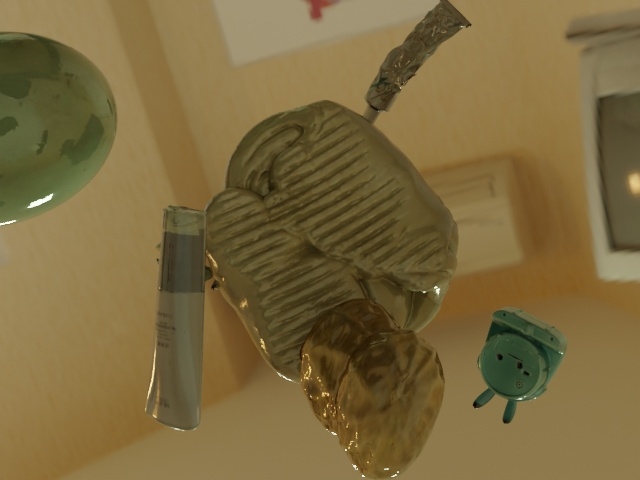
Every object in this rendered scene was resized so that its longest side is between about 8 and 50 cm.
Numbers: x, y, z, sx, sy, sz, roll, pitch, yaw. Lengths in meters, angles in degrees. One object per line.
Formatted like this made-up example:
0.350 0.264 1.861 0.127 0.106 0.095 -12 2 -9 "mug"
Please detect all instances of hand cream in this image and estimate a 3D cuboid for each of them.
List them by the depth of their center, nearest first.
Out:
-0.162 0.089 1.517 0.079 0.255 0.048 12 -166 36 "hand cream"
0.155 -0.311 2.358 0.257 0.050 0.084 -50 -125 11 "hand cream"

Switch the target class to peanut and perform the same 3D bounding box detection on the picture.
0.059 0.181 1.682 0.110 0.197 0.233 7 -159 -33 "peanut"

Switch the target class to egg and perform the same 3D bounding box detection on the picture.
-0.477 -0.156 1.917 0.388 0.276 0.276 -13 -164 16 "egg"

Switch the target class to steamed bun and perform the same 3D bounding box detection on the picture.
0.000 0.000 1.913 0.342 0.368 0.255 -31 179 -7 "steamed bun"

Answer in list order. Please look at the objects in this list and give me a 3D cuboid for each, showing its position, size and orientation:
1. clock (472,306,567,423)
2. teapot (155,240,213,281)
0.260 0.171 1.800 0.108 0.147 0.045 27 -163 23 "clock"
-0.191 0.029 1.878 0.067 0.083 0.057 -32 -161 3 "teapot"
